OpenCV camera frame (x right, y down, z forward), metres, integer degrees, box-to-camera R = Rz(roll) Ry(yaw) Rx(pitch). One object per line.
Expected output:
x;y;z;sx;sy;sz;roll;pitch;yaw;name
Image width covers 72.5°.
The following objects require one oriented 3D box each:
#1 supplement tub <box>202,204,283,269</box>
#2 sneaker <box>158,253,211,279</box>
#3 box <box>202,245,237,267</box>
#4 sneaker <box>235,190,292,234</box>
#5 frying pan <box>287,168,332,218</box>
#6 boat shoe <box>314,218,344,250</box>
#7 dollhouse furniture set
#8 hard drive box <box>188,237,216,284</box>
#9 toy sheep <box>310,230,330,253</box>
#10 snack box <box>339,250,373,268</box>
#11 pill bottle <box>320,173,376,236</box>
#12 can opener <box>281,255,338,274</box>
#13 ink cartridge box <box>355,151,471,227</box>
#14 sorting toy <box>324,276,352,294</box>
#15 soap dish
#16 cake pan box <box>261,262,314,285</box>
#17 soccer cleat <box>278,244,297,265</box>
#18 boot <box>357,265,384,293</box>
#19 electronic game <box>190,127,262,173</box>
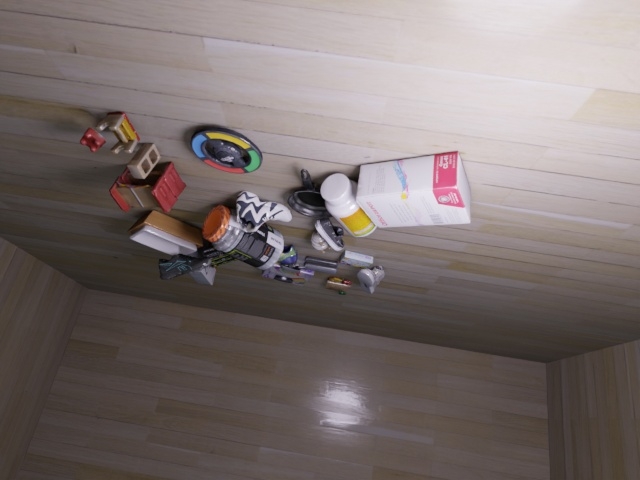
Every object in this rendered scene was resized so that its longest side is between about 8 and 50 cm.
-0.323;-0.014;1.837;0.193;0.194;0.316;-11;150;41;supplement tub
-0.651;0.111;2.077;0.267;0.106;0.101;-14;-177;7;sneaker
-0.472;0.062;2.173;0.190;0.045;0.184;-19;160;-6;box
-0.226;-0.079;1.693;0.234;0.153;0.094;25;154;-32;sneaker
-0.053;-0.166;1.549;0.197;0.053;0.326;-4;152;30;frying pan
0.058;-0.031;1.809;0.076;0.080;0.228;-26;141;16;boat shoe
-0.640;-0.270;1.474;0.201;0.152;0.374;3;139;17;dollhouse furniture set
-0.610;0.110;2.269;0.089;0.181;0.232;7;158;3;hard drive box
0.000;0.000;1.879;0.091;0.091;0.132;6;144;9;toy sheep
0.170;0.093;2.089;0.141;0.037;0.100;13;156;-9;snack box
0.098;-0.120;1.480;0.136;0.137;0.245;-3;154;28;pill bottle
-0.057;0.129;2.204;0.283;0.076;0.095;10;138;-2;can opener
0.292;-0.145;1.352;0.306;0.131;0.226;-1;156;28;ink cartridge box
0.099;0.242;2.462;0.132;0.046;0.274;11;158;-2;sorting toy
-0.729;-0.030;2.065;0.290;0.118;0.228;26;153;-35;soap dish
-0.179;0.164;2.369;0.245;0.070;0.267;18;157;-13;cake pan box
-0.249;0.052;2.129;0.288;0.093;0.121;3;126;16;soccer cleat
0.253;0.165;2.136;0.095;0.123;0.258;34;164;19;boot
-0.296;-0.280;1.382;0.229;0.048;0.229;8;157;3;electronic game
